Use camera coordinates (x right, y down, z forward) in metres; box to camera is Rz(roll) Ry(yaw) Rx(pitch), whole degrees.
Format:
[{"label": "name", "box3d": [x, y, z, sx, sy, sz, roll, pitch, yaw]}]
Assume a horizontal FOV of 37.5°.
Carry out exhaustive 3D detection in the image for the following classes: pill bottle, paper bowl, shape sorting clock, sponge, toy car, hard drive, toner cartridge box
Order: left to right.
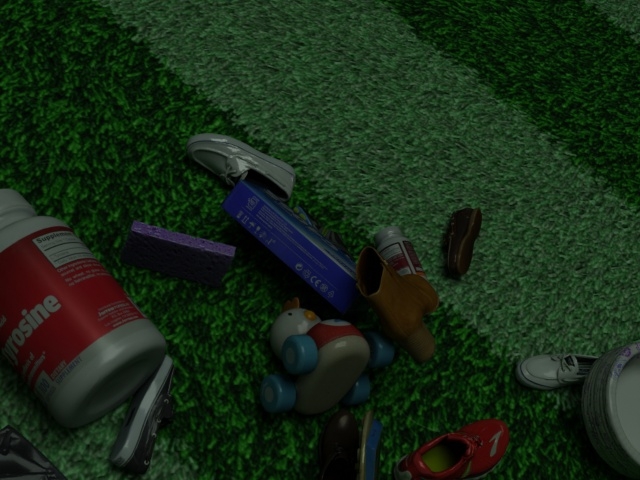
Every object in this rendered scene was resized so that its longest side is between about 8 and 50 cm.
[{"label": "hard drive", "box3d": [-0.484, 0.439, 1.518, 0.254, 0.054, 0.172, 43, 50, 11]}, {"label": "pill bottle", "box3d": [-0.480, 0.108, 1.657, 0.408, 0.229, 0.229, 46, 51, 14]}, {"label": "sponge", "box3d": [-0.286, 0.028, 1.875, 0.210, 0.117, 0.031, 16, 51, -12]}, {"label": "toner cartridge box", "box3d": [-0.035, 0.015, 1.947, 0.348, 0.075, 0.165, 41, 9, 16]}, {"label": "toy car", "box3d": [-0.023, 0.192, 1.826, 0.219, 0.210, 0.238, 0, 42, -36]}, {"label": "shape sorting clock", "box3d": [0.082, 0.409, 1.698, 0.040, 0.206, 0.206, 6, 49, 9]}, {"label": "pill bottle", "box3d": [0.173, 0.048, 2.081, 0.086, 0.086, 0.152, -5, 58, -27]}, {"label": "paper bowl", "box3d": [0.674, 0.360, 1.990, 0.284, 0.148, 0.284, 7, 73, -23]}]

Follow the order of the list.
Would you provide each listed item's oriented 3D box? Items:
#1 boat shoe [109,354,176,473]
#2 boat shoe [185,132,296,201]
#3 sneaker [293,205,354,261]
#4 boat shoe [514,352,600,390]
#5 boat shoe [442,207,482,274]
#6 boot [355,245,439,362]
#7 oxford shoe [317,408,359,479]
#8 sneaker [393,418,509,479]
[{"label": "boat shoe", "box3d": [-0.298, 0.313, 1.686, 0.076, 0.080, 0.228, 35, 43, -18]}, {"label": "boat shoe", "box3d": [-0.176, -0.158, 2.080, 0.258, 0.095, 0.084, 17, 46, -10]}, {"label": "sneaker", "box3d": [0.000, 0.000, 2.067, 0.188, 0.067, 0.078, 45, 29, 15]}, {"label": "boat shoe", "box3d": [0.537, 0.276, 2.071, 0.226, 0.076, 0.083, 0, 55, -23]}, {"label": "boat shoe", "box3d": [0.322, 0.003, 2.198, 0.073, 0.073, 0.207, 0, 40, 25]}, {"label": "boot", "box3d": [0.144, 0.085, 1.844, 0.211, 0.104, 0.295, 54, 16, -25]}, {"label": "oxford shoe", "box3d": [0.040, 0.405, 1.746, 0.083, 0.096, 0.227, 18, 48, -8]}, {"label": "sneaker", "box3d": [0.275, 0.413, 1.825, 0.279, 0.118, 0.107, -18, 64, -33]}]
